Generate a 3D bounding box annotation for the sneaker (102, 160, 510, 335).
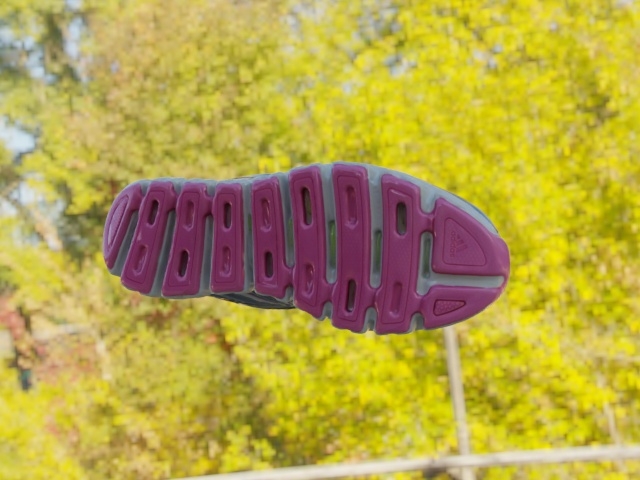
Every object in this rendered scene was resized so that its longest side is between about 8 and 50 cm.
[{"bbox_3d":[0.000,0.000,0.486,0.170,0.063,0.075,2,3,29],"label":"sneaker"}]
